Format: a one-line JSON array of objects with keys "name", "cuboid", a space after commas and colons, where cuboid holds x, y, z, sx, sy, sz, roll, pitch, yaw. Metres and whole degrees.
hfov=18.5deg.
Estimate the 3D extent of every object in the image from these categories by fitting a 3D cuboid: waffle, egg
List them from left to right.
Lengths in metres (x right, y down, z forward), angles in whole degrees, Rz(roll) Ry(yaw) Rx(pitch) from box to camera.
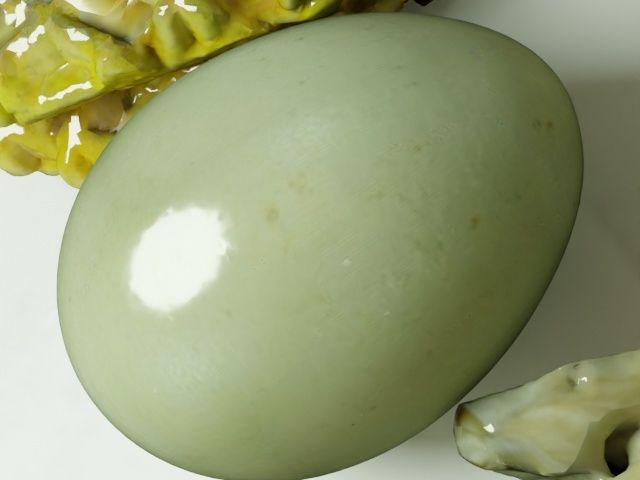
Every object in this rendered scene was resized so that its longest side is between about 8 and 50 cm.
[{"name": "waffle", "cuboid": [-0.081, -0.183, 0.964, 0.324, 0.151, 0.261, -29, 74, 20]}, {"name": "egg", "cuboid": [0.000, 0.000, 0.864, 0.253, 0.188, 0.189, -36, 67, 16]}]

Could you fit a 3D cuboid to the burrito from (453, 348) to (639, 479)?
[{"name": "burrito", "cuboid": [0.220, 0.111, 0.775, 0.331, 0.135, 0.190, -20, 63, 23]}]
